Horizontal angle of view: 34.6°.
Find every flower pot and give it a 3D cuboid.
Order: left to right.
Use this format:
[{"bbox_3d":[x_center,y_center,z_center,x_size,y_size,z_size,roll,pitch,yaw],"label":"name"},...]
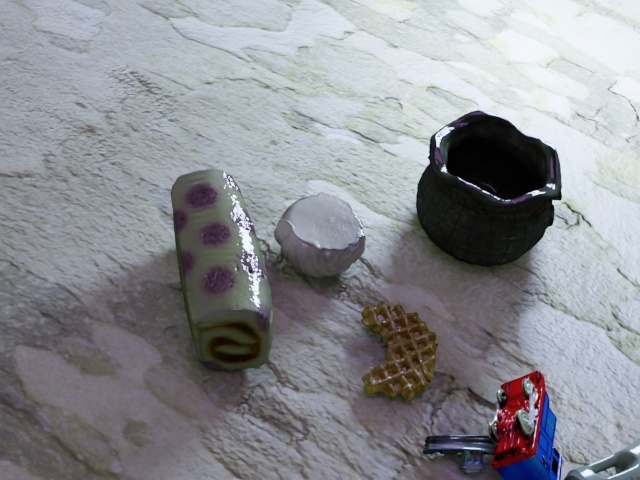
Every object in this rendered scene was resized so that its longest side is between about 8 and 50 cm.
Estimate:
[{"bbox_3d":[0.341,-0.106,2.057,0.301,0.213,0.302,5,48,-5],"label":"flower pot"}]

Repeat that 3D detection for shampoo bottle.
[{"bbox_3d":[0.482,0.413,1.695,0.234,0.087,0.118,-17,56,-24],"label":"shampoo bottle"}]

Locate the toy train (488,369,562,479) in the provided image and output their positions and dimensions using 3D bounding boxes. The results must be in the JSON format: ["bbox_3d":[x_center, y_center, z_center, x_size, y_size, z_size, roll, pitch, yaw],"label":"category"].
[{"bbox_3d":[0.347,0.324,1.732,0.131,0.082,0.204,52,31,-16],"label":"toy train"}]

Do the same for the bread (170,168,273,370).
[{"bbox_3d":[-0.175,0.052,1.836,0.155,0.187,0.338,-8,49,-8],"label":"bread"}]

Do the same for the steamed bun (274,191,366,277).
[{"bbox_3d":[0.000,0.000,1.972,0.182,0.106,0.183,8,48,-8],"label":"steamed bun"}]

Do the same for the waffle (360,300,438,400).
[{"bbox_3d":[0.134,0.201,1.850,0.148,0.051,0.194,13,52,2],"label":"waffle"}]

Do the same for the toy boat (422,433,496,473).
[{"bbox_3d":[0.243,0.359,1.726,0.140,0.059,0.066,2,77,-9],"label":"toy boat"}]
